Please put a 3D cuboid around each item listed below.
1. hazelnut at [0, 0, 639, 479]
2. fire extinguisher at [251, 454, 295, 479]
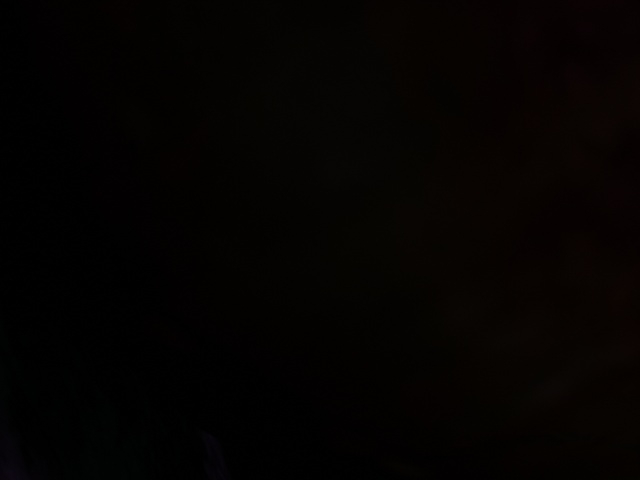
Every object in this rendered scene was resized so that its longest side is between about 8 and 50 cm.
[{"bbox_3d":[0.068,-0.101,0.697,0.429,0.402,0.402,41,25,-33],"label":"hazelnut"},{"bbox_3d":[0.000,0.000,0.926,0.141,0.105,0.341,4,65,-51],"label":"fire extinguisher"}]
